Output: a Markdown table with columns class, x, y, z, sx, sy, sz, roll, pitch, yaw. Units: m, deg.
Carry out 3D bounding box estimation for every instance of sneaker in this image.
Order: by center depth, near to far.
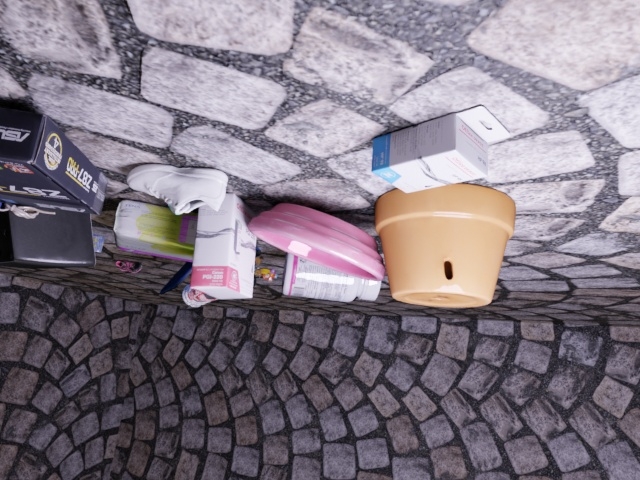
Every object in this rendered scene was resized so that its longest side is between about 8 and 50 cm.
| class | x | y | z | sx | sy | sz | roll | pitch | yaw |
| --- | --- | --- | --- | --- | --- | --- | --- | --- | --- |
| sneaker | -0.295 | -0.096 | 0.947 | 0.212 | 0.094 | 0.080 | 3 | 166 | 12 |
| sneaker | -0.344 | 0.155 | 1.607 | 0.145 | 0.090 | 0.270 | -20 | 178 | 27 |
| sneaker | -0.814 | 0.105 | 2.006 | 0.119 | 0.047 | 0.057 | 0 | 153 | 17 |

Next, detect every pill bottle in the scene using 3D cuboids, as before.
| class | x | y | z | sx | sy | sz | roll | pitch | yaw |
| --- | --- | --- | --- | --- | --- | --- | --- | --- | --- |
| pill bottle | 0.032 | 0.100 | 1.436 | 0.283 | 0.160 | 0.160 | 8 | 165 | -7 |

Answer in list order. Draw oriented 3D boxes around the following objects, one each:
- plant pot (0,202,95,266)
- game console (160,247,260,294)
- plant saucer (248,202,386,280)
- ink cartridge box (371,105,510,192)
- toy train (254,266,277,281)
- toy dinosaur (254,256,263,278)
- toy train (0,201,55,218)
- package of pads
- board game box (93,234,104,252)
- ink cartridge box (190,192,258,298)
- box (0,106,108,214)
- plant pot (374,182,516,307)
| class | x | y | z | sx | sy | sz | roll | pitch | yaw |
| --- | --- | --- | --- | --- | --- | --- | --- | --- | --- |
| plant pot | -0.662 | -0.020 | 1.100 | 0.188 | 0.187 | 0.167 | -4 | -178 | 33 |
| game console | -0.370 | 0.105 | 1.577 | 0.250 | 0.173 | 0.293 | 13 | 164 | -26 |
| plant saucer | 0.000 | 0.000 | 1.097 | 0.332 | 0.084 | 0.332 | 21 | 172 | 3 |
| ink cartridge box | 0.179 | -0.129 | 0.711 | 0.180 | 0.060 | 0.104 | -9 | 159 | 43 |
| toy train | -0.247 | 0.139 | 1.905 | 0.166 | 0.046 | 0.125 | 11 | 164 | -20 |
| toy dinosaur | -0.230 | 0.084 | 1.558 | 0.112 | 0.064 | 0.211 | -8 | -158 | 43 |
| toy train | -0.672 | -0.019 | 0.927 | 0.248 | 0.143 | 0.105 | 15 | 166 | -34 |
| package of pads | -0.399 | -0.014 | 1.282 | 0.297 | 0.101 | 0.229 | 11 | 165 | -20 |
| board game box | -0.837 | -0.001 | 1.574 | 0.194 | 0.060 | 0.194 | 0 | 164 | 16 |
| ink cartridge box | -0.218 | 0.017 | 1.102 | 0.092 | 0.217 | 0.158 | -3 | 164 | 12 |
| box | -0.639 | -0.154 | 0.857 | 0.395 | 0.097 | 0.318 | 8 | 169 | -6 |
| plant pot | 0.255 | 0.026 | 0.993 | 0.291 | 0.203 | 0.291 | 4 | 165 | 1 |
